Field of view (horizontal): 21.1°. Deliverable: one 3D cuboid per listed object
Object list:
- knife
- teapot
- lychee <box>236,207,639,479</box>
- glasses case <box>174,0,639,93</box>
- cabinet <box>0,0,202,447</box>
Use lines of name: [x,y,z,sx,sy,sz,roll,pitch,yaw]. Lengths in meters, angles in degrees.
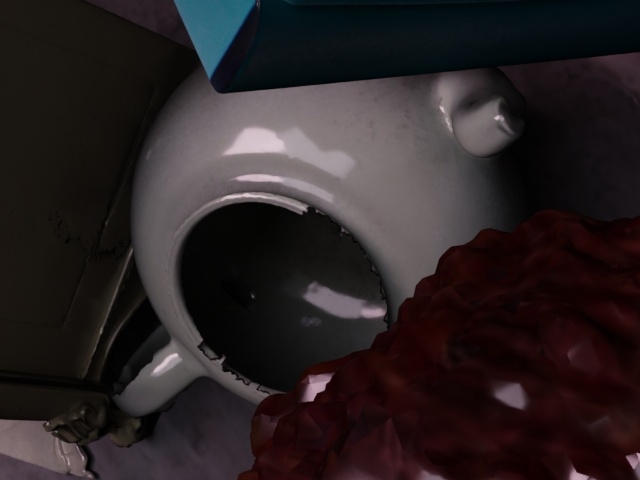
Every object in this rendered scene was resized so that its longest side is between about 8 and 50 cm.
knife: [-0.247,0.080,1.013,0.298,0.017,0.047,18,95,25]
teapot: [0.000,0.000,0.795,0.193,0.129,0.294,47,125,-7]
lychee: [0.104,0.141,0.653,0.330,0.306,0.306,36,101,25]
glasses case: [0.071,-0.134,0.709,0.070,0.301,0.117,-43,66,45]
cabinet: [-0.244,-0.047,0.856,0.290,0.318,0.227,21,93,28]
